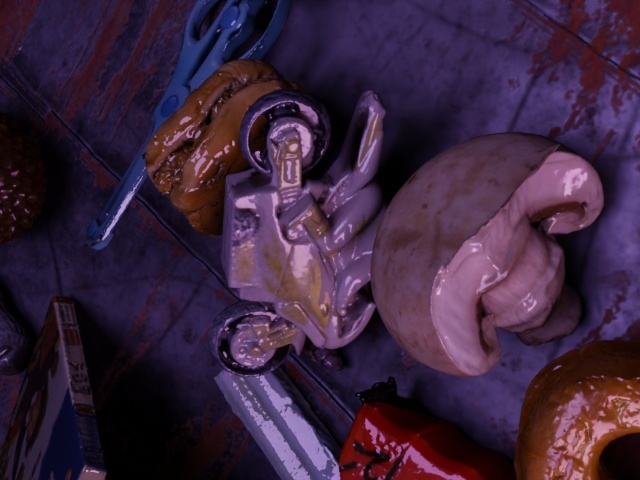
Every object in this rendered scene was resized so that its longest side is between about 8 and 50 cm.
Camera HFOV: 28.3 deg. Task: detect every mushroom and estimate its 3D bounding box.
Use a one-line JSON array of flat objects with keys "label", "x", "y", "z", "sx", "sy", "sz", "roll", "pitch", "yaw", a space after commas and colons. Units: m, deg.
[{"label": "mushroom", "x": 0.157, "y": 0.009, "z": 1.270, "sx": 0.253, "sy": 0.195, "sz": 0.189, "roll": -52, "pitch": 39, "yaw": -5}]

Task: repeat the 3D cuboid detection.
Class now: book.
[{"label": "book", "x": -0.341, "y": 0.286, "z": 1.549, "sx": 0.300, "sy": 0.039, "sz": 0.428, "roll": -68, "pitch": 22, "yaw": 16}]

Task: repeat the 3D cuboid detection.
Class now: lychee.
[{"label": "lychee", "x": -0.475, "y": -0.092, "z": 1.682, "sx": 0.238, "sy": 0.200, "sz": 0.200, "roll": 19, "pitch": 103, "yaw": 10}]

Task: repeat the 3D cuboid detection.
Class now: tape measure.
[{"label": "tape measure", "x": 0.113, "y": 0.313, "z": 1.338, "sx": 0.253, "sy": 0.114, "sz": 0.260, "roll": 28, "pitch": 105, "yaw": 28}]

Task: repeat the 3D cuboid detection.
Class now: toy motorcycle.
[{"label": "toy motorcycle", "x": 0.000, "y": 0.000, "z": 1.354, "sx": 0.108, "sy": 0.223, "sz": 0.340, "roll": -113, "pitch": 27, "yaw": -60}]

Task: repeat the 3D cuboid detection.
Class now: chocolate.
[{"label": "chocolate", "x": -0.451, "y": 0.117, "z": 1.744, "sx": 0.167, "sy": 0.072, "sz": 0.072, "roll": 51, "pitch": 117, "yaw": 22}]

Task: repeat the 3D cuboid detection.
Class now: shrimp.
[{"label": "shrimp", "x": -0.006, "y": 0.118, "z": 1.467, "sx": 0.092, "sy": 0.029, "sz": 0.038, "roll": 27, "pitch": 107, "yaw": 34}]

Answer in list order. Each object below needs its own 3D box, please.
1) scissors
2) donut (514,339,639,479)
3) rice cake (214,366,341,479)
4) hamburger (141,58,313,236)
[{"label": "scissors", "x": -0.160, "y": -0.154, "z": 1.474, "sx": 0.392, "sy": 0.032, "sz": 0.180, "roll": -58, "pitch": 36, "yaw": -1}, {"label": "donut", "x": 0.293, "y": 0.203, "z": 1.185, "sx": 0.227, "sy": 0.114, "sz": 0.226, "roll": 1, "pitch": 95, "yaw": 6}, {"label": "rice cake", "x": -0.037, "y": 0.225, "z": 1.484, "sx": 0.085, "sy": 0.040, "sz": 0.226, "roll": -49, "pitch": 67, "yaw": 27}, {"label": "hamburger", "x": -0.091, "y": -0.102, "z": 1.409, "sx": 0.108, "sy": 0.214, "sz": 0.213, "roll": 44, "pitch": 114, "yaw": 25}]
